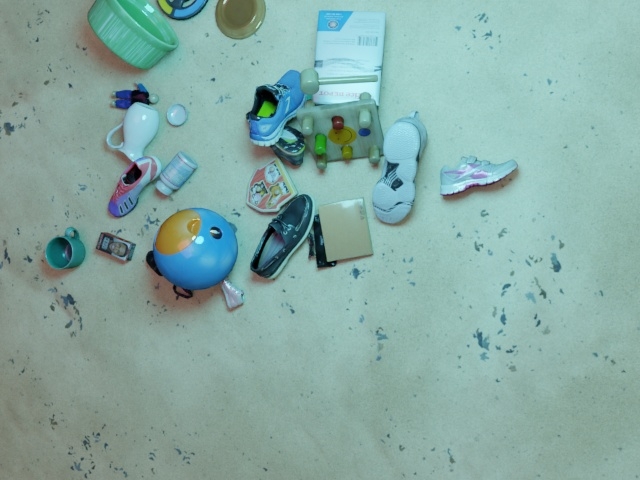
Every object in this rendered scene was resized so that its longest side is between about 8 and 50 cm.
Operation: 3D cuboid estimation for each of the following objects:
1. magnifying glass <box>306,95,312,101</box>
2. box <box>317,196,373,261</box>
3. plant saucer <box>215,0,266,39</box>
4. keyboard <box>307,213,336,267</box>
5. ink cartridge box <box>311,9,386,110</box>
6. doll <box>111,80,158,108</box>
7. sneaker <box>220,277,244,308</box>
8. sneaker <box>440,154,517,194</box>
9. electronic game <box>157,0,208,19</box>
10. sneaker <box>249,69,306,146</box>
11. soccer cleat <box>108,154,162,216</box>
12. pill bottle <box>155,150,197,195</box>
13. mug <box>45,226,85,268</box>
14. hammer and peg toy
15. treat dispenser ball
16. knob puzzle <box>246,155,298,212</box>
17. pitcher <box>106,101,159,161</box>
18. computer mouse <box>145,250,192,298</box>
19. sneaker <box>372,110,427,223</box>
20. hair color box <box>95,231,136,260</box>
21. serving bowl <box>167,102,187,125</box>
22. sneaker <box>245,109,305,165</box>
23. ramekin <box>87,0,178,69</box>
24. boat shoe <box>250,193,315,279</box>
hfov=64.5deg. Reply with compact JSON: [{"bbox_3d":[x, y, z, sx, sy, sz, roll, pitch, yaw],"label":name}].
[{"bbox_3d":[-0.066,-0.512,1.811,0.231,0.026,0.092,-38,81,12],"label":"magnifying glass"},{"bbox_3d":[0.086,-0.038,1.762,0.164,0.021,0.201,-10,88,5],"label":"box"},{"bbox_3d":[-0.299,-0.844,1.865,0.200,0.037,0.200,0,89,14],"label":"plant saucer"},{"bbox_3d":[0.000,0.000,1.797,0.100,0.038,0.192,-4,87,-9],"label":"keyboard"},{"bbox_3d":[0.097,-0.592,1.706,0.223,0.129,0.307,5,91,6],"label":"ink cartridge box"},{"bbox_3d":[-0.715,-0.553,1.965,0.189,0.046,0.129,5,92,15],"label":"doll"},{"bbox_3d":[-0.320,0.178,1.863,0.070,0.051,0.134,-19,89,12],"label":"sneaker"},{"bbox_3d":[0.497,-0.225,1.627,0.252,0.103,0.111,-15,88,13],"label":"sneaker"},{"bbox_3d":[-0.517,-0.948,1.914,0.229,0.048,0.229,0,90,15],"label":"electronic game"},{"bbox_3d":[-0.140,-0.470,1.697,0.130,0.147,0.330,16,58,14],"label":"sneaker"},{"bbox_3d":[-0.727,-0.201,1.913,0.318,0.116,0.108,-40,83,25],"label":"soccer cleat"},{"bbox_3d":[-0.542,-0.248,1.899,0.087,0.087,0.160,46,101,10],"label":"pill bottle"},{"bbox_3d":[-0.990,0.039,2.008,0.158,0.097,0.129,-37,81,11],"label":"mug"},{"bbox_3d":[0.066,-0.377,1.613,0.266,0.361,0.127,-4,60,13],"label":"hammer and peg toy"},{"bbox_3d":[-0.433,0.029,1.770,0.288,0.288,0.288,0,90,14],"label":"treat dispenser ball"},{"bbox_3d":[-0.195,-0.187,1.822,0.213,0.030,0.213,-3,83,25],"label":"knob puzzle"},{"bbox_3d":[-0.712,-0.421,1.924,0.178,0.125,0.207,26,105,4],"label":"pitcher"},{"bbox_3d":[-0.573,0.130,1.938,0.242,0.041,0.071,47,109,3],"label":"computer mouse"},{"bbox_3d":[0.271,-0.244,1.674,0.137,0.210,0.366,15,128,14],"label":"sneaker"},{"bbox_3d":[-0.801,0.023,1.988,0.141,0.043,0.072,19,94,13],"label":"hair color box"},{"bbox_3d":[-0.539,-0.477,1.929,0.083,0.027,0.083,0,90,15],"label":"serving bowl"},{"bbox_3d":[-0.162,-0.366,1.791,0.111,0.121,0.300,-32,60,-18],"label":"sneaker"},{"bbox_3d":[-0.680,-0.768,1.834,0.148,0.303,0.303,-38,81,20],"label":"ramekin"},{"bbox_3d":[-0.142,-0.021,1.772,0.127,0.113,0.340,43,103,34],"label":"boat shoe"}]
